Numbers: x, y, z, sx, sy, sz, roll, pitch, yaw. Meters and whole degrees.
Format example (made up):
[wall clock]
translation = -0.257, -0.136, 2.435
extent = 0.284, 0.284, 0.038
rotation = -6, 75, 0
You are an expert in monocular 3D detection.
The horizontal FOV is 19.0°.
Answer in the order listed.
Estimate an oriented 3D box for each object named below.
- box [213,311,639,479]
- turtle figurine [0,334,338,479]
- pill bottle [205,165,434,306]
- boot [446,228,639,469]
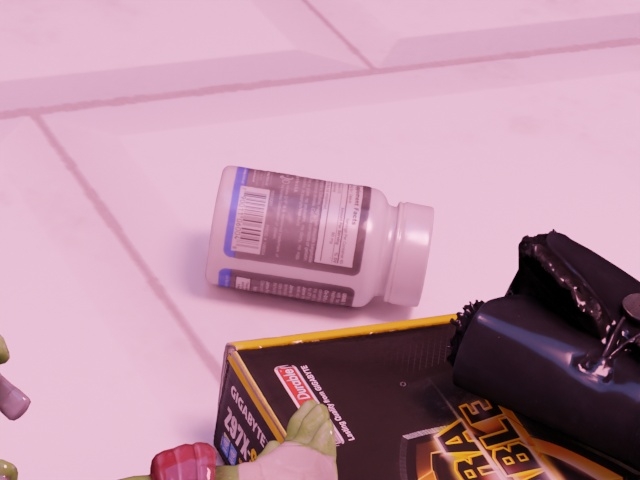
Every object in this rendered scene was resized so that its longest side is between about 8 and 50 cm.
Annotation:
[box]
translation = 0.119, 0.158, 1.003
extent = 0.257, 0.079, 0.322
rotation = -4, 34, -24
[turtle figurine]
translation = -0.141, 0.093, 0.925
extent = 0.266, 0.198, 0.275
rotation = 0, 37, -18
[pill bottle]
translation = 0.000, 0.000, 1.216
extent = 0.137, 0.078, 0.078
rotation = 9, 32, -1
[boot]
translation = 0.208, 0.048, 1.039
extent = 0.207, 0.094, 0.246
rotation = 32, 43, 25
